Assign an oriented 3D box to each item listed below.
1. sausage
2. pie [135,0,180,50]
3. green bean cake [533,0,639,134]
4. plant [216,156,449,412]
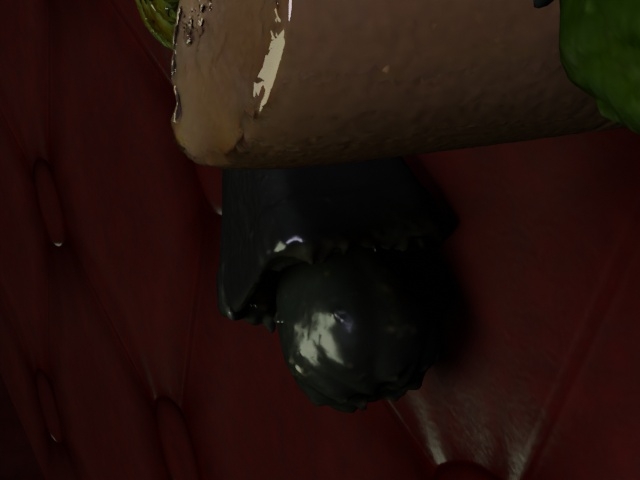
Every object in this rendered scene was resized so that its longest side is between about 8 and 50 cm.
[{"bbox_3d":[0.055,-0.102,0.586,0.123,0.253,0.123,170,90,-67],"label":"sausage"},{"bbox_3d":[-0.112,-0.330,0.868,0.418,0.180,0.395,171,91,-77],"label":"pie"},{"bbox_3d":[0.208,-0.125,0.381,0.247,0.156,0.250,47,142,42],"label":"green bean cake"},{"bbox_3d":[0.000,0.000,0.872,0.164,0.141,0.256,-50,55,57],"label":"plant"}]
